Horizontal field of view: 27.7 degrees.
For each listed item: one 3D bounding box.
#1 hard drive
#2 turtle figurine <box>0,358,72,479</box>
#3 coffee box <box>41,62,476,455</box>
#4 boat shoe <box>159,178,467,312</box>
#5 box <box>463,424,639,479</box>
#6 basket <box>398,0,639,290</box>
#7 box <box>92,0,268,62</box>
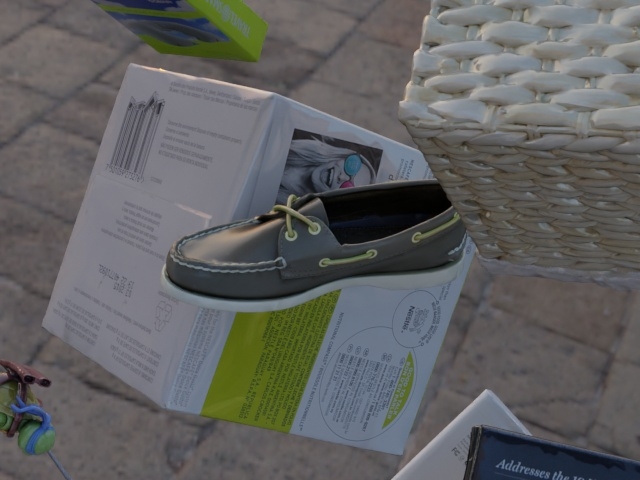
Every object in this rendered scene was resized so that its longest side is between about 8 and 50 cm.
[{"bbox_3d":[0.200,0.394,1.878,0.203,0.307,0.040,48,10,22],"label":"hard drive"},{"bbox_3d":[-0.498,0.258,1.856,0.198,0.274,0.266,-33,64,-30],"label":"turtle figurine"},{"bbox_3d":[-0.064,0.017,1.498,0.334,0.338,0.338,17,3,-36],"label":"coffee box"},{"bbox_3d":[-0.001,-0.003,1.225,0.305,0.091,0.109,-7,38,-18],"label":"boat shoe"},{"bbox_3d":[0.371,0.513,1.594,0.480,0.471,0.297,12,-9,8],"label":"box"},{"bbox_3d":[0.275,-0.150,1.004,0.331,0.266,0.328,6,70,27],"label":"basket"},{"bbox_3d":[-0.131,-0.206,1.111,0.109,0.042,0.178,9,-11,26],"label":"box"}]
